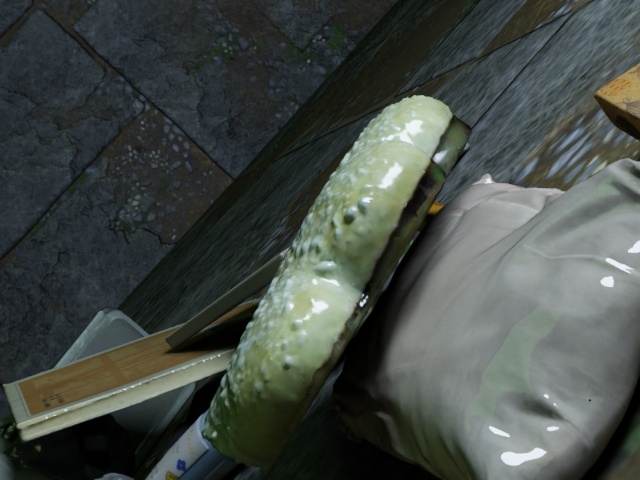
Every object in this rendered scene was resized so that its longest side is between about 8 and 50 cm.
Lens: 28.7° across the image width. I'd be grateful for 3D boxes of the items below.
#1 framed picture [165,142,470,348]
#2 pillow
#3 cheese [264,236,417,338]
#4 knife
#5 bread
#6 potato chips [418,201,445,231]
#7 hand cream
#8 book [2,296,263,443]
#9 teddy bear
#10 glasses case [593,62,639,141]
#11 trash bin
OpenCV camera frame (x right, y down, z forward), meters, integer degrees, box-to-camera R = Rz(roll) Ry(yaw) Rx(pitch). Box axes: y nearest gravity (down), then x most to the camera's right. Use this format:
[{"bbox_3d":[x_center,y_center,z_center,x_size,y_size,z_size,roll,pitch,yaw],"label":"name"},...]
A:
[{"bbox_3d":[0.000,0.000,1.042,0.250,0.016,0.184,-33,-1,-42],"label":"framed picture"},{"bbox_3d":[0.082,0.032,0.578,0.173,0.067,0.270,-54,10,-10],"label":"pillow"},{"bbox_3d":[0.029,0.032,0.881,0.235,0.049,0.127,-30,9,33],"label":"cheese"},{"bbox_3d":[-0.094,0.145,1.065,0.060,0.028,0.230,-34,7,5],"label":"knife"},{"bbox_3d":[0.011,0.013,0.675,0.207,0.056,0.286,-60,-1,-1],"label":"bread"},{"bbox_3d":[0.069,-0.024,0.837,0.037,0.026,0.204,-26,11,-6],"label":"potato chips"},{"bbox_3d":[-0.094,0.165,0.896,0.170,0.043,0.065,-47,2,29],"label":"hand cream"},{"bbox_3d":[-0.141,0.102,1.045,0.242,0.018,0.170,-19,10,-15],"label":"book"},{"bbox_3d":[-0.226,0.208,1.019,0.171,0.144,0.251,-32,13,5],"label":"teddy bear"},{"bbox_3d":[0.184,-0.063,0.599,0.065,0.041,0.170,-34,10,8],"label":"glasses case"},{"bbox_3d":[-0.260,0.202,1.271,0.240,0.122,0.164,-41,11,45],"label":"trash bin"}]
